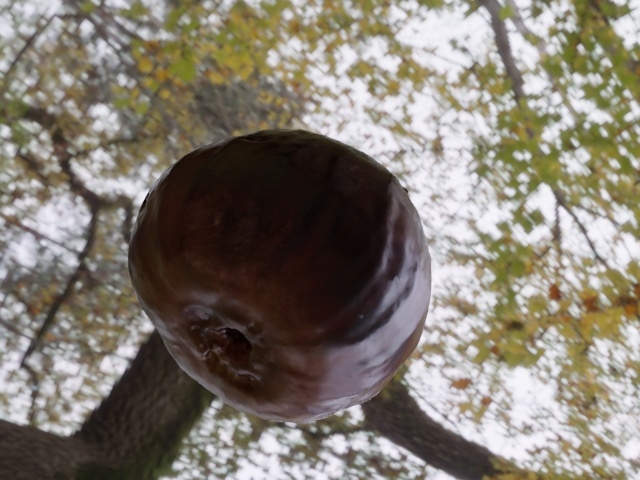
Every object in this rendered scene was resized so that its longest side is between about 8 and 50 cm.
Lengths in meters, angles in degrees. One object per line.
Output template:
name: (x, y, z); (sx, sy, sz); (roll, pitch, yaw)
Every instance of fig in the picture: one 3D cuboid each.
fig: (-0.001, 0.011, 0.559); (0.150, 0.128, 0.128); (-11, -126, -24)
